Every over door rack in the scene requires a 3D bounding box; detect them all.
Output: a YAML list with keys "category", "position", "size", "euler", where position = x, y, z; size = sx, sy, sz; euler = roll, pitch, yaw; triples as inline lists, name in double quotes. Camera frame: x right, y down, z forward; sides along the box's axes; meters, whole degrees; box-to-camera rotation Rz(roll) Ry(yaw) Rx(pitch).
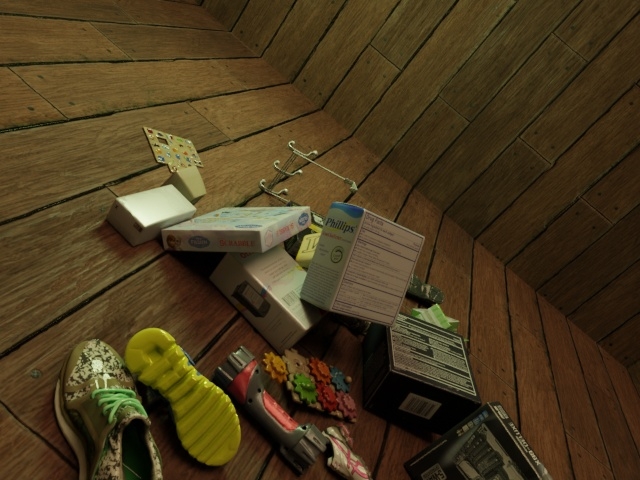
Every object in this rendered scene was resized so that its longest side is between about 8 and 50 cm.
- category: "over door rack"
  position: [-0.052, -0.229, 2.055]
  size: [0.324, 0.239, 0.108]
  euler: [32, 33, -16]

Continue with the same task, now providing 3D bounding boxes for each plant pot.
- category: "plant pot"
  position: [-0.427, -0.160, 1.609]
  size: [0.096, 0.109, 0.109]
  euler: [53, 26, -1]

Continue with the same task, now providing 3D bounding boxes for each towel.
- category: "towel"
  position: [0.399, 0.319, 1.901]
  size: [0.023, 0.152, 0.113]
  euler: [45, 16, -50]

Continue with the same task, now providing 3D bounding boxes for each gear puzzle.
- category: "gear puzzle"
  position: [-0.023, 0.358, 1.340]
  size: [0.339, 0.044, 0.175]
  euler: [33, 26, -35]

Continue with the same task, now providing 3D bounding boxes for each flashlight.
- category: "flashlight"
  position: [-0.111, 0.383, 1.181]
  size: [0.304, 0.103, 0.103]
  euler: [42, 23, 6]

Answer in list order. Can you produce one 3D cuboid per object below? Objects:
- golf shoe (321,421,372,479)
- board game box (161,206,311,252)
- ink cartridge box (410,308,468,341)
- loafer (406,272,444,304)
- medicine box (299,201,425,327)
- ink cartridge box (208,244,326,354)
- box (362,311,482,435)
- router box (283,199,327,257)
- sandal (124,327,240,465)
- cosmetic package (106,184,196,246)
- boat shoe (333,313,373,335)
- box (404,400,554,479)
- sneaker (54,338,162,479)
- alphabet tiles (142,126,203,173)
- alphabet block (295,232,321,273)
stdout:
- category: "golf shoe"
  position: [0.058, 0.537, 1.221]
  size: [0.086, 0.067, 0.186]
  euler: [-16, 57, -28]
- category: "board game box"
  position: [-0.234, -0.038, 1.489]
  size: [0.318, 0.066, 0.318]
  euler: [1, 15, 24]
- category: "ink cartridge box"
  position: [0.458, 0.322, 1.953]
  size: [0.209, 0.062, 0.109]
  euler: [19, 7, 42]
- category: "loafer"
  position: [0.399, 0.207, 2.174]
  size: [0.267, 0.084, 0.096]
  euler: [30, 59, -13]
- category: "medicine box"
  position: [0.122, 0.072, 1.446]
  size: [0.263, 0.289, 0.149]
  euler: [21, -2, -39]
- category: "ink cartridge box"
  position: [-0.134, 0.147, 1.482]
  size: [0.306, 0.131, 0.226]
  euler: [44, 27, 9]
- category: "box"
  position: [0.295, 0.396, 1.556]
  size: [0.296, 0.183, 0.294]
  euler: [22, 30, -9]
- category: "router box"
  position: [0.000, 0.000, 1.940]
  size: [0.308, 0.081, 0.243]
  euler: [25, 31, -29]
- category: "sandal"
  position: [-0.275, 0.317, 1.054]
  size: [0.126, 0.138, 0.317]
  euler: [-33, 88, -19]
- category: "cosmetic package"
  position: [-0.471, -0.075, 1.438]
  size: [0.117, 0.085, 0.231]
  euler: [44, 28, 8]
- category: "boat shoe"
  position: [0.141, 0.274, 1.704]
  size: [0.223, 0.080, 0.073]
  euler: [27, 24, -34]
- category: "box"
  position: [0.395, 0.595, 1.285]
  size: [0.076, 0.307, 0.242]
  euler: [15, 36, -48]
- category: "sneaker"
  position: [-0.339, 0.322, 0.881]
  size: [0.158, 0.182, 0.410]
  euler: [10, 38, -45]
- category: "alphabet tiles"
  position: [-0.515, -0.308, 1.824]
  size: [0.198, 0.009, 0.237]
  euler: [11, 39, -46]
- category: "alphabet block"
  position: [0.048, 0.087, 1.660]
  size: [0.193, 0.197, 0.192]
  euler: [-70, 149, -63]
